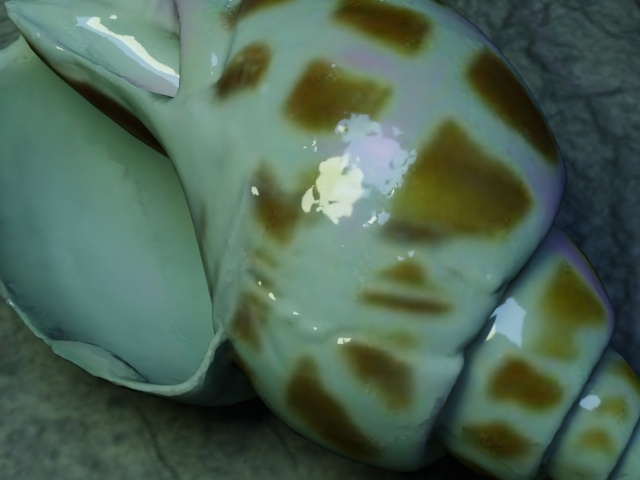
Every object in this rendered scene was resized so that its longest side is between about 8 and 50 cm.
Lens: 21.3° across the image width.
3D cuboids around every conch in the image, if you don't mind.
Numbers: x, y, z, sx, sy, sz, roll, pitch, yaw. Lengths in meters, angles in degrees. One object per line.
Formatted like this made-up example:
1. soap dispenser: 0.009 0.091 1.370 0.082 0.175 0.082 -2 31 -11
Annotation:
1. conch: -0.001 -0.001 0.812 0.249 0.197 0.368 -49 55 7

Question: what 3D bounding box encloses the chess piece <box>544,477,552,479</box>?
1. chess piece: 0.191 0.135 0.788 0.200 0.090 0.090 1 56 18
